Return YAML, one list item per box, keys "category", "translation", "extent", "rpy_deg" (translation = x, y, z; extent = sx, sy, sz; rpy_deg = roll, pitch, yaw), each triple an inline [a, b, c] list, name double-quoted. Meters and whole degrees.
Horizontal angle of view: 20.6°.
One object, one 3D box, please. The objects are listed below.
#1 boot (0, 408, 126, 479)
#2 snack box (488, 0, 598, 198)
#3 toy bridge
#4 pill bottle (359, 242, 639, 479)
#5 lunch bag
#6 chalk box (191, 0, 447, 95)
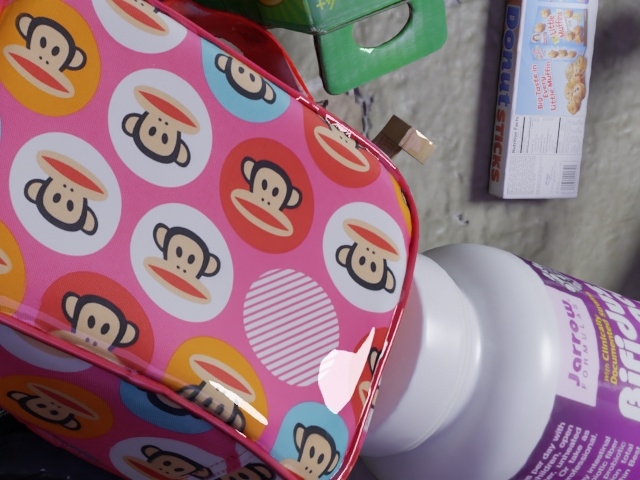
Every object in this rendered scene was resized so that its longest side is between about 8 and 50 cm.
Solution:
- category: "boot"
  translation: [-0.084, 0.083, 1.041]
  extent: [0.246, 0.094, 0.207]
  rpy_deg: [28, 53, -33]
- category: "snack box"
  translation: [0.155, -0.118, 1.212]
  extent: [0.064, 0.022, 0.178]
  rpy_deg: [-1, 102, -27]
- category: "toy bridge"
  translation: [0.000, 0.000, 1.131]
  extent: [0.026, 0.063, 0.188]
  rpy_deg: [32, 96, -30]
- category: "pill bottle"
  translation: [0.122, 0.097, 1.133]
  extent: [0.301, 0.169, 0.169]
  rpy_deg: [19, 92, -41]
- category: "lunch bag"
  translation: [-0.086, -0.017, 0.932]
  extent: [0.293, 0.120, 0.258]
  rpy_deg: [34, 56, -25]
- category: "chalk box"
  translation: [0.011, -0.228, 1.018]
  extent: [0.180, 0.179, 0.289]
  rpy_deg: [-26, 112, -20]
